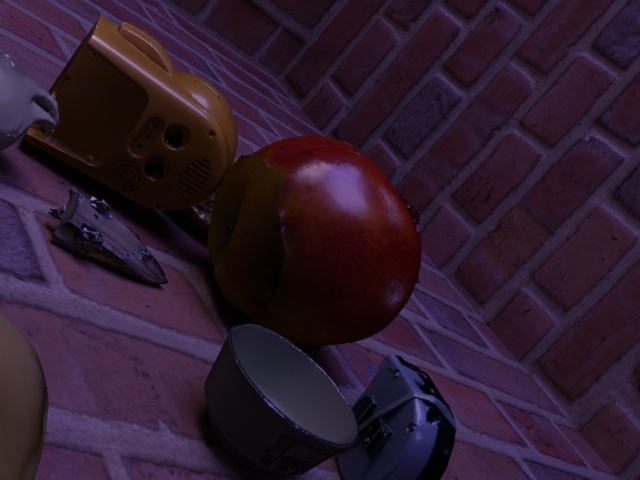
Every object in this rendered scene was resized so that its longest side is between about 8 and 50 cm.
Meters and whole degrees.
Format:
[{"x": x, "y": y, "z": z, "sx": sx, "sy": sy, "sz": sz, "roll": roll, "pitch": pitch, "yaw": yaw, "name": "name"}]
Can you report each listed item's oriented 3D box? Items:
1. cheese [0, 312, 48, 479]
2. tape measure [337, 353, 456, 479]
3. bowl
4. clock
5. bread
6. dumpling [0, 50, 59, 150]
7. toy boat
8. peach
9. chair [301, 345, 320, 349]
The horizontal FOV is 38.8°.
[{"x": -0.307, "y": 0.126, "z": 0.661, "sx": 0.259, "sy": 0.128, "sz": 0.316, "roll": 50, "pitch": 12, "yaw": -26, "name": "cheese"}, {"x": 0.103, "y": 0.275, "z": 1.274, "sx": 0.107, "sy": 0.182, "sz": 0.181, "roll": 32, "pitch": 5, "yaw": -24, "name": "tape measure"}, {"x": -0.063, "y": 0.215, "z": 1.147, "sx": 0.211, "sy": 0.112, "sz": 0.211, "roll": 38, "pitch": 13, "yaw": -10, "name": "bowl"}, {"x": -0.288, "y": -0.182, "z": 1.487, "sx": 0.317, "sy": 0.244, "sz": 0.200, "roll": 36, "pitch": 19, "yaw": -16, "name": "clock"}, {"x": -0.205, "y": -0.098, "z": 1.724, "sx": 0.174, "sy": 0.121, "sz": 0.245, "roll": 50, "pitch": 9, "yaw": -1, "name": "bread"}, {"x": -0.481, "y": -0.191, "z": 1.229, "sx": 0.258, "sy": 0.147, "sz": 0.193, "roll": 12, "pitch": -10, "yaw": -43, "name": "dumpling"}, {"x": -0.290, "y": 0.008, "z": 1.294, "sx": 0.210, "sy": 0.066, "sz": 0.084, "roll": 42, "pitch": 44, "yaw": -38, "name": "toy boat"}, {"x": 0.000, "y": 0.000, "z": 1.506, "sx": 0.370, "sy": 0.370, "sz": 0.370, "roll": 39, "pitch": 14, "yaw": -11, "name": "peach"}, {"x": -0.014, "y": 0.172, "z": 1.599, "sx": 0.086, "sy": 0.042, "sz": 0.037, "roll": -23, "pitch": 58, "yaw": -35, "name": "chair"}]
